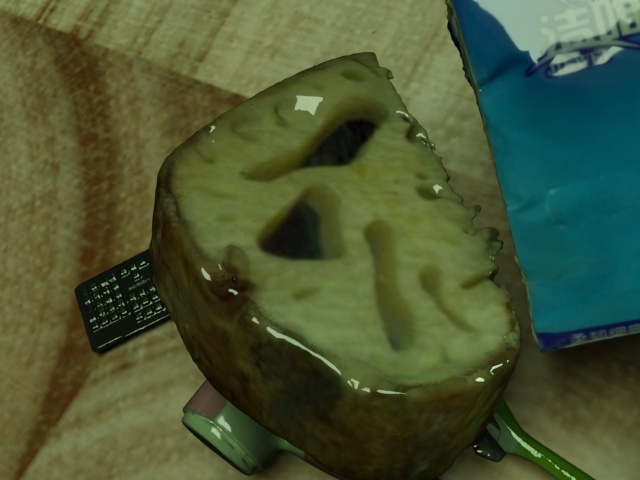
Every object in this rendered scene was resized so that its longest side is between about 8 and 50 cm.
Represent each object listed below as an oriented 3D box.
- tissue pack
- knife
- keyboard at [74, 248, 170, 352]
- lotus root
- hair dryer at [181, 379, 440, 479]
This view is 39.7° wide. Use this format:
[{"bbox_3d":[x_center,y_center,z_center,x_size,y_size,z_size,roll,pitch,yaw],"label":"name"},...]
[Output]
[{"bbox_3d":[0.198,-0.080,0.384,0.270,0.137,0.209,-12,94,14],"label":"tissue pack"},{"bbox_3d":[0.112,0.107,0.441,0.184,0.022,0.026,35,102,28],"label":"knife"},{"bbox_3d":[-0.078,0.016,0.547,0.155,0.010,0.053,-27,60,0],"label":"keyboard"},{"bbox_3d":[0.000,0.000,0.457,0.170,0.074,0.260,-10,50,-19],"label":"lotus root"},{"bbox_3d":[0.016,0.100,0.464,0.154,0.054,0.106,35,69,18],"label":"hair dryer"}]
